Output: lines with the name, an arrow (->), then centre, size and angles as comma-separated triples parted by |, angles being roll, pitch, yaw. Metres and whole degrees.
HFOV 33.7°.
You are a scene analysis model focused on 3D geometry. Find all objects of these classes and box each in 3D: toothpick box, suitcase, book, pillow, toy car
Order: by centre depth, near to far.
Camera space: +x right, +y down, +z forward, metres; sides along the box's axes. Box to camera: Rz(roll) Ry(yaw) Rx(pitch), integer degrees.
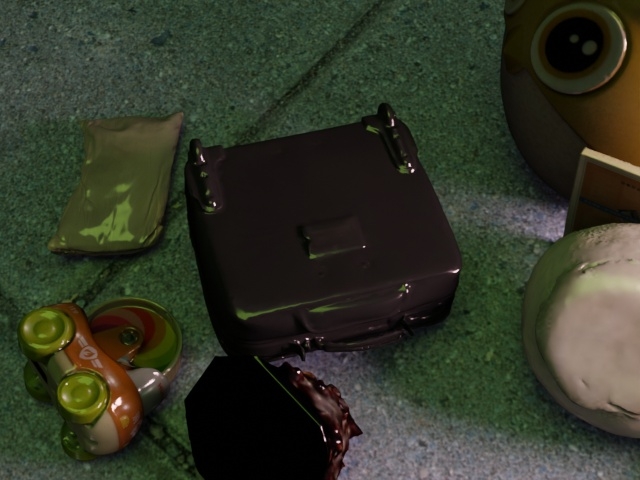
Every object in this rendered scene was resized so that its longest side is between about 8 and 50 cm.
book -> 0.413, -0.020, 1.414 | 0.170, 0.241, 0.018 | 25, 64, 20
toothpick box -> 0.440, -0.268, 1.430 | 0.409, 0.425, 0.408 | -2, 54, 3
suitcase -> 0.000, 0.000, 1.463 | 0.345, 0.188, 0.339 | -11, 55, -14
toy car -> -0.291, 0.171, 1.476 | 0.235, 0.145, 0.235 | 5, 52, -6
pillow -> -0.317, -0.095, 1.657 | 0.173, 0.067, 0.270 | 3, 61, 3

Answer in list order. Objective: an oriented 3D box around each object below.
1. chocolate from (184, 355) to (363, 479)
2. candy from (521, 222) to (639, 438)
chocolate -> -0.041, 0.247, 1.408 | 0.224, 0.206, 0.177 | 45, 30, 17
candy -> 0.400, 0.113, 1.368 | 0.296, 0.185, 0.295 | 0, 86, 7
